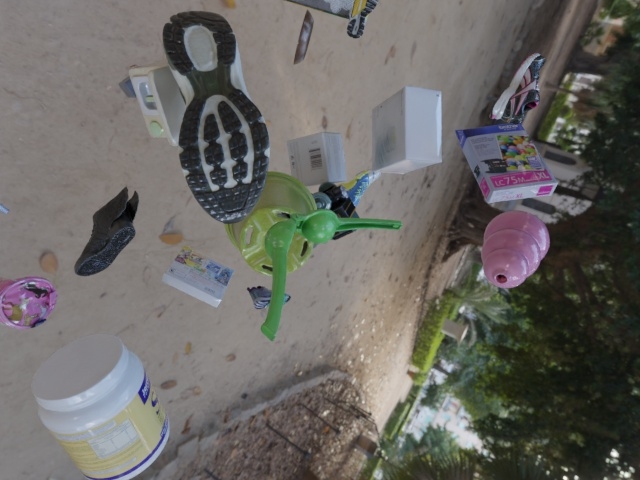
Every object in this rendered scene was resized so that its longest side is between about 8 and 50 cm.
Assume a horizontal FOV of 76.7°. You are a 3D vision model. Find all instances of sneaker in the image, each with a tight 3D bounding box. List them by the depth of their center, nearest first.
[{"bbox_3d":[-0.400,-0.016,0.756,0.170,0.089,0.051,-40,151,9],"label":"sneaker"},{"bbox_3d":[-0.187,-0.219,0.779,0.182,0.158,0.410,108,-29,-75],"label":"sneaker"},{"bbox_3d":[0.449,-0.323,0.890,0.178,0.077,0.072,-55,165,-5],"label":"sneaker"},{"bbox_3d":[0.144,-0.818,1.405,0.208,0.081,0.094,128,-24,-60],"label":"sneaker"},{"bbox_3d":[-0.209,0.223,1.685,0.083,0.098,0.224,-44,156,17],"label":"sneaker"},{"bbox_3d":[0.164,-0.211,1.746,0.091,0.240,0.126,21,49,-55],"label":"sneaker"}]

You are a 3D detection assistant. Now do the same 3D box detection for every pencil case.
[{"bbox_3d":[-0.993,0.178,1.253,0.160,0.386,0.167,-64,142,-40],"label":"pencil case"}]

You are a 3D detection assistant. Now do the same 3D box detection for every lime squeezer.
[{"bbox_3d":[0.000,0.000,0.525,0.310,0.110,0.059,-33,140,-48],"label":"lime squeezer"}]

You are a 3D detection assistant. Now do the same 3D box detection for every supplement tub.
[{"bbox_3d":[-0.554,0.431,1.044,0.241,0.241,0.331,-43,137,-44],"label":"supplement tub"}]

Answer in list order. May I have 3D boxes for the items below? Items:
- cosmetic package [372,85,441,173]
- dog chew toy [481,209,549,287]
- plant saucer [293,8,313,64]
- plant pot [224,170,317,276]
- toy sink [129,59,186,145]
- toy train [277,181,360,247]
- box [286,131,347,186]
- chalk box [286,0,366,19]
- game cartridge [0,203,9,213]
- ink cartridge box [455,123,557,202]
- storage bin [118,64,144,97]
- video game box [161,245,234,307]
[{"bbox_3d":[0.275,-0.349,1.324,0.225,0.138,0.224,176,-86,-69],"label":"cosmetic package"},{"bbox_3d":[0.628,0.037,1.334,0.332,0.206,0.206,-42,149,-45],"label":"dog chew toy"},{"bbox_3d":[-0.061,-0.769,1.545,0.198,0.036,0.198,-164,-90,-83],"label":"plant saucer"},{"bbox_3d":[-0.125,-0.031,1.082,0.254,0.276,0.276,-118,-134,-71],"label":"plant pot"},{"bbox_3d":[-0.323,-0.321,0.910,0.234,0.131,0.153,-55,143,-49],"label":"toy sink"},{"bbox_3d":[-0.024,-0.068,1.422,0.190,0.334,0.142,56,30,-14],"label":"toy train"},{"bbox_3d":[-0.014,-0.296,1.503,0.119,0.182,0.181,-13,98,-50],"label":"box"},{"bbox_3d":[-0.014,-0.515,0.747,0.132,0.213,0.132,-65,173,-50],"label":"chalk box"},{"bbox_3d":[-0.874,-0.096,1.086,0.017,0.083,0.056,-58,146,-29],"label":"game cartridge"},{"bbox_3d":[0.538,-0.254,1.203,0.065,0.186,0.311,84,-2,-53],"label":"ink cartridge box"},{"bbox_3d":[-0.645,-0.551,1.412,0.091,0.135,0.098,-43,127,-19],"label":"storage bin"},{"bbox_3d":[-0.422,0.122,1.413,0.048,0.205,0.187,-55,-167,28],"label":"video game box"}]
